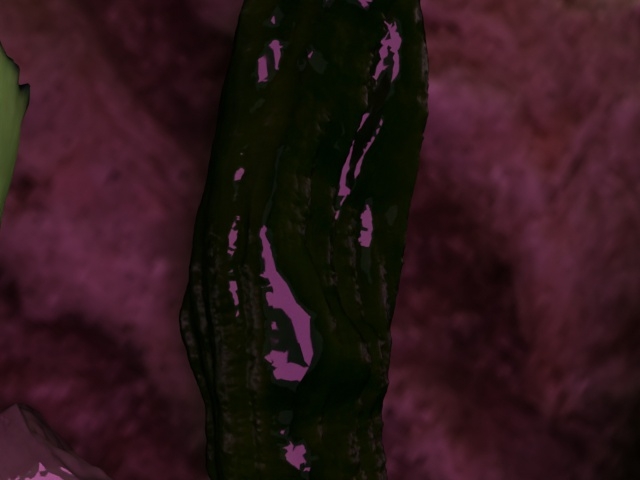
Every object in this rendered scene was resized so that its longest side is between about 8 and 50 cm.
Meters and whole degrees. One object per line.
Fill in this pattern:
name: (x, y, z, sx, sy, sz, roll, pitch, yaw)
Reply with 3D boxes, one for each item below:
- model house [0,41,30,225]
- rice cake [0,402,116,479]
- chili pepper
model house: (-0.224, 0.001, 0.542, 0.239, 0.173, 0.268, 18, 100, 8)
rice cake: (-0.182, 0.140, 0.628, 0.256, 0.052, 0.057, -34, 63, -12)
chili pepper: (-0.002, 0.000, 0.664, 0.100, 0.074, 0.256, 7, 90, -59)
